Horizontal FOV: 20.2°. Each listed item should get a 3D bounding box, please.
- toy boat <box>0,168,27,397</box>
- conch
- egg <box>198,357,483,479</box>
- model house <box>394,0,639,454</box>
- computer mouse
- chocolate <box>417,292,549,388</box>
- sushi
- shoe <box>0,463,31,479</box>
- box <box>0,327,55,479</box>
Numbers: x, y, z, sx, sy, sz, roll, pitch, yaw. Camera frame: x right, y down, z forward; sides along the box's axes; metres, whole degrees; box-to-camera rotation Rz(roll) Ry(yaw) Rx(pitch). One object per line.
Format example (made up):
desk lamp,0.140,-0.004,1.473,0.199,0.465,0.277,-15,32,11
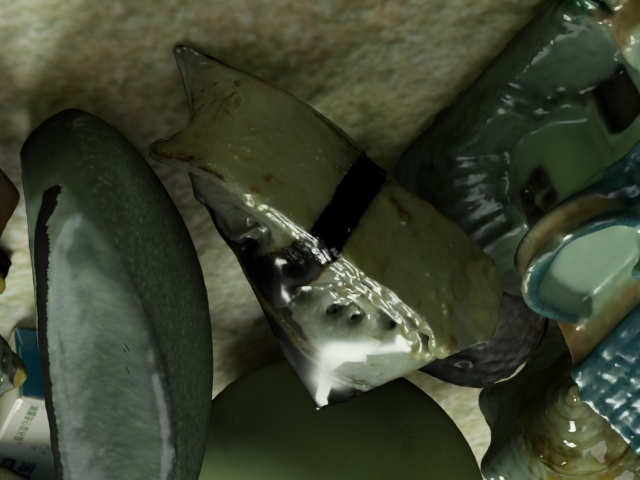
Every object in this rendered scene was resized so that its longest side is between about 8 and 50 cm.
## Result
toy boat,-0.302,-0.052,1.072,0.162,0.136,0.445,-28,136,8
conch,0.238,0.145,1.439,0.203,0.169,0.386,-1,178,18
egg,0.014,0.194,1.327,0.218,0.218,0.295,12,173,-27
model house,0.221,0.014,1.146,0.194,0.325,0.267,17,130,-33
computer mouse,-0.127,0.095,1.183,0.114,0.203,0.374,-5,115,-9
chocolate,0.061,0.046,1.304,0.248,0.110,0.110,16,131,-29
sushi,0.007,-0.019,1.147,0.134,0.109,0.273,-40,110,-19
shoe,-0.314,0.240,1.282,0.336,0.171,0.132,21,129,-2
box,-0.197,0.162,1.378,0.139,0.073,0.194,10,133,-24
